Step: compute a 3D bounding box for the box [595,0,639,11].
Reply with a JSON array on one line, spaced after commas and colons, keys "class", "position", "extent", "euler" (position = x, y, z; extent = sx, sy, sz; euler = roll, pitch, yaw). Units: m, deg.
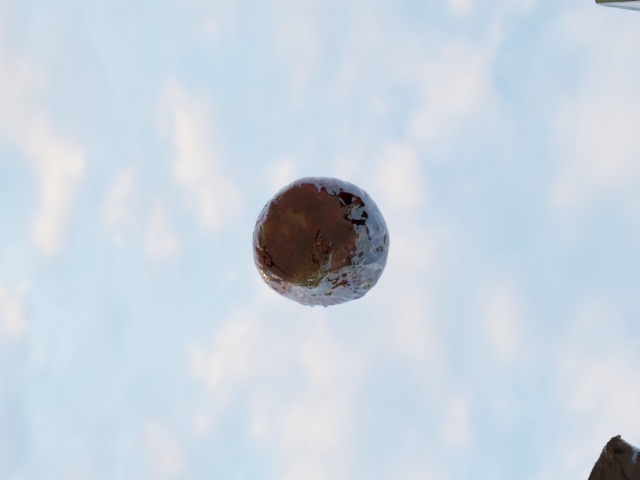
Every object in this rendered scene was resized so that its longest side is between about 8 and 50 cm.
[{"class": "box", "position": [0.248, -0.271, 0.678], "extent": [0.086, 0.129, 0.225], "euler": [5, -79, 35]}]

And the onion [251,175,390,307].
[{"class": "onion", "position": [0.000, 0.000, 0.782], "extent": [0.097, 0.107, 0.107], "euler": [-110, -146, -65]}]

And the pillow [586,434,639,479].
[{"class": "pillow", "position": [0.221, 0.256, 0.740], "extent": [0.141, 0.055, 0.208], "euler": [28, -71, 1]}]
